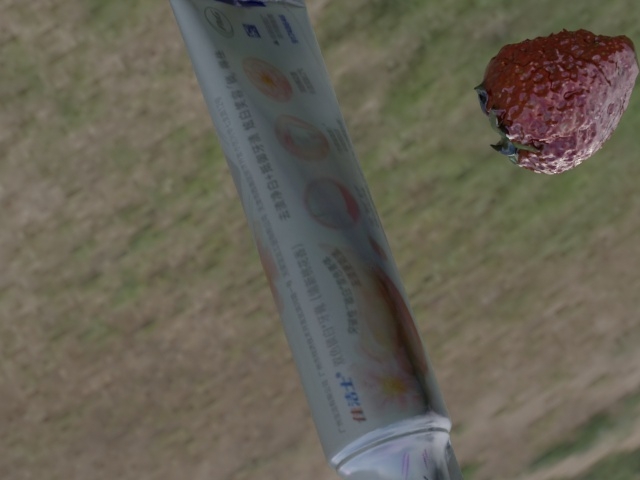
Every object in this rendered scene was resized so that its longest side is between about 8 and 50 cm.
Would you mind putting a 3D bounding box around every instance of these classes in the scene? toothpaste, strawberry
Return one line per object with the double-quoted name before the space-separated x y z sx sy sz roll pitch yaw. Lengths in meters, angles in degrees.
"toothpaste" 0.000 0.000 0.920 0.100 0.323 0.066 1 153 -42
"strawberry" 0.224 -0.129 1.668 0.148 0.131 0.131 -12 162 14
